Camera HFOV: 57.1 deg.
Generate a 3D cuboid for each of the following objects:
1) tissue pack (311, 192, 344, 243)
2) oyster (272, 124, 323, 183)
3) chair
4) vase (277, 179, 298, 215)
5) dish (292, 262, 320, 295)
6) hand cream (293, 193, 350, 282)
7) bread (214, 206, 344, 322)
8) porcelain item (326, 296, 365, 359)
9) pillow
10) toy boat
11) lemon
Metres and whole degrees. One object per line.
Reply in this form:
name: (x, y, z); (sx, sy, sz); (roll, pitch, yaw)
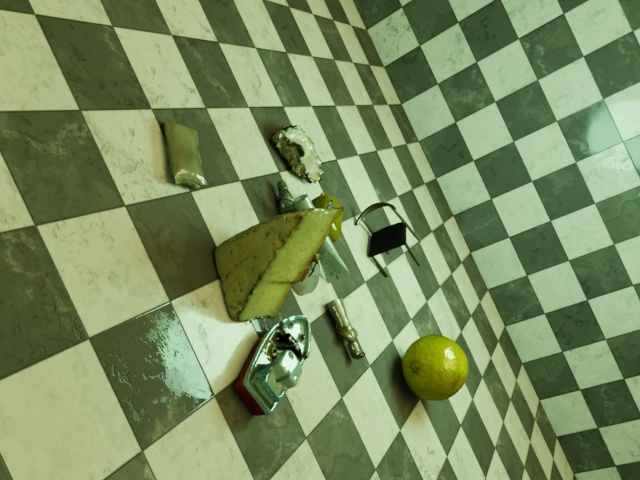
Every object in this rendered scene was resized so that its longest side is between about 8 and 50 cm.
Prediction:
tissue pack: (0.008, -0.077, 2.056); (0.127, 0.123, 0.178); (48, 32, -29)
oyster: (-0.076, -0.319, 2.153); (0.259, 0.092, 0.198); (39, 37, -54)
chair: (0.278, -0.006, 2.402); (0.272, 0.188, 0.166); (52, 30, -30)
vase: (-0.104, -0.102, 1.953); (0.059, 0.059, 0.212); (7, 63, -57)
dish: (-0.050, 0.080, 1.898); (0.190, 0.066, 0.191); (39, 38, -39)
hand cream: (0.000, 0.000, 1.962); (0.058, 0.085, 0.331); (-104, 170, -67)
bread: (-0.095, 0.068, 1.601); (0.248, 0.315, 0.279); (5, 74, -56)
porcelain item: (0.086, 0.298, 1.970); (0.084, 0.054, 0.213); (-15, 81, -59)
pillow: (-0.372, -0.235, 1.616); (0.119, 0.053, 0.208); (21, 47, -55)
toy boat: (-0.098, 0.309, 1.570); (0.145, 0.133, 0.332); (56, 29, -14)
lemon: (0.431, 0.478, 2.213); (0.267, 0.267, 0.268); (39, 38, -39)
